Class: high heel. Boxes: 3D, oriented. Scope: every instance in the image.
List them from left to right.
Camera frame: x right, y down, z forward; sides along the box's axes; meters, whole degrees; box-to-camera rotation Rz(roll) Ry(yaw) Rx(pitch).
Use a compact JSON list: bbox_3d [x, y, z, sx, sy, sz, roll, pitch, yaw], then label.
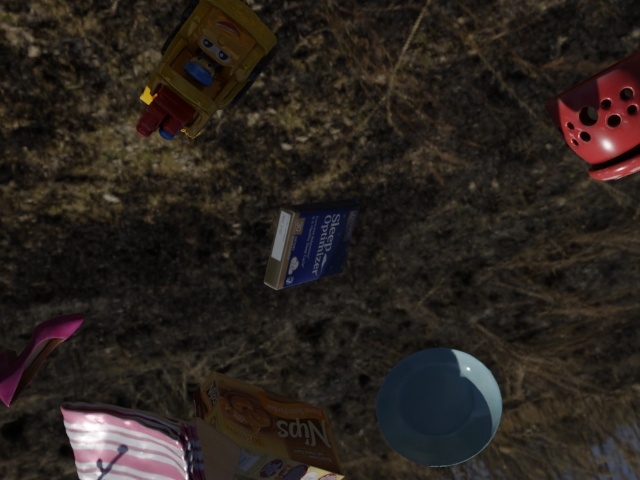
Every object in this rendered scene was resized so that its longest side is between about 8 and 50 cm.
[{"bbox_3d":[-0.594,0.250,1.445,0.244,0.117,0.082,-29,160,3],"label":"high heel"}]

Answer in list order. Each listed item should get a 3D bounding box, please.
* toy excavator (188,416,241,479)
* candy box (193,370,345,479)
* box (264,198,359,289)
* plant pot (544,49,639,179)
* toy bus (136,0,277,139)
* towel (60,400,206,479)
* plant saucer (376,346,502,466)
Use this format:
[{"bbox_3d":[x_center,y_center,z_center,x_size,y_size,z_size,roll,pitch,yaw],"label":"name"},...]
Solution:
[{"bbox_3d":[-0.323,0.477,0.949,0.433,0.222,0.445,-39,-163,52],"label":"toy excavator"},{"bbox_3d":[-0.108,0.413,1.437,0.317,0.183,0.087,29,114,-32],"label":"candy box"},{"bbox_3d":[0.000,0.000,1.169,0.037,0.136,0.225,24,-159,31],"label":"box"},{"bbox_3d":[0.505,-0.207,1.149,0.191,0.174,0.191,-28,-176,2],"label":"plant pot"},{"bbox_3d":[-0.194,-0.247,1.035,0.211,0.149,0.220,-57,-165,-25],"label":"toy bus"},{"bbox_3d":[-0.181,0.252,0.675,0.144,0.197,0.029,4,-156,19],"label":"towel"},{"bbox_3d":[0.183,0.255,1.058,0.195,0.194,0.037,-17,-171,3],"label":"plant saucer"}]
